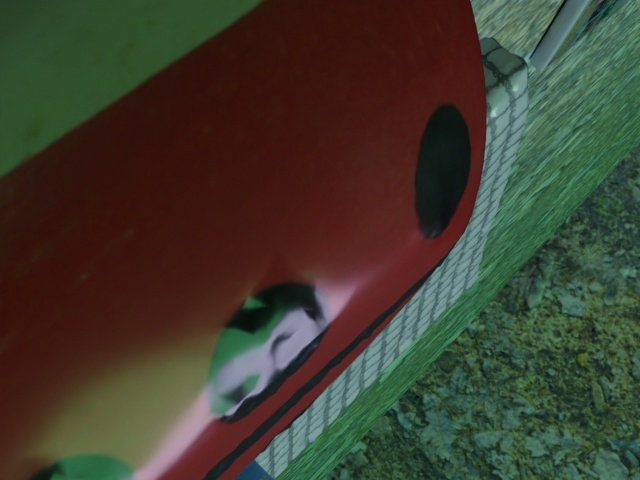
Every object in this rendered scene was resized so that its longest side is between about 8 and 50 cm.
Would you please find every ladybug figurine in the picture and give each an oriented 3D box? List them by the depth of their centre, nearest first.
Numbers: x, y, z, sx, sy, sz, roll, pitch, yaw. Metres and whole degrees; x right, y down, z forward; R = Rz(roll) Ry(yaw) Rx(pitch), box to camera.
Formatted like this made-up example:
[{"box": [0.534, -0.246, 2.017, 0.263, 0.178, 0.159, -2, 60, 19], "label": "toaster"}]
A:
[{"box": [-0.096, 0.031, 0.605, 0.449, 0.162, 0.305, -43, 170, -7], "label": "ladybug figurine"}]

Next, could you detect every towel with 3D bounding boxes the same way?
[{"box": [0.000, 0.000, 0.975, 0.235, 0.121, 0.284, -43, 163, -17], "label": "towel"}]

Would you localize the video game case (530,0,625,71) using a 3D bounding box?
[{"box": [0.250, -0.222, 1.390, 0.143, 0.019, 0.157, -40, 170, -23], "label": "video game case"}]

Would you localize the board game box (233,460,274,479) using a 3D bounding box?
[{"box": [-0.103, 0.135, 1.028, 0.039, 0.160, 0.211, -41, 170, -23], "label": "board game box"}]
